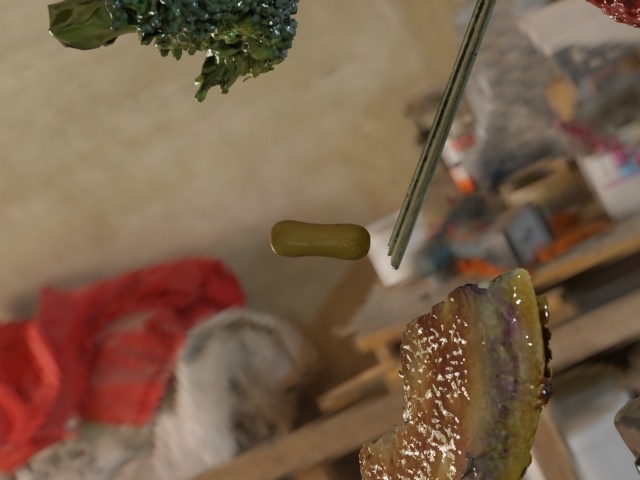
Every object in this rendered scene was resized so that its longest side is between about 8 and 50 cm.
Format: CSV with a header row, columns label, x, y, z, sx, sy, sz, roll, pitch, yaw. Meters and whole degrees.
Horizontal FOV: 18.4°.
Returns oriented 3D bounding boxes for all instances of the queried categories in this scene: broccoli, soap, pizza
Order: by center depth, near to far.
label,x,y,z,sx,sy,sz,roll,pitch,yaw
broccoli,-0.088,-0.155,1.199,0.160,0.154,0.167,-24,44,22
pizza,0.117,0.158,1.627,0.085,0.305,0.161,1,25,-35
soap,0.000,0.000,1.738,0.089,0.034,0.012,4,-2,-4

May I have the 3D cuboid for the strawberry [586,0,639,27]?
label,x,y,z,sx,sy,sz,roll,pitch,yaw
strawberry,0.242,-0.223,1.481,0.131,0.148,0.131,-49,8,10

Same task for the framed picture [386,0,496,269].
label,x,y,z,sx,sy,sz,roll,pitch,yaw
framed picture,0.115,-0.129,1.697,0.017,0.274,0.217,20,21,2

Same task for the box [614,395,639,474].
label,x,y,z,sx,sy,sz,roll,pitch,yaw
box,0.426,0.260,1.645,0.091,0.350,0.359,-48,11,-11
